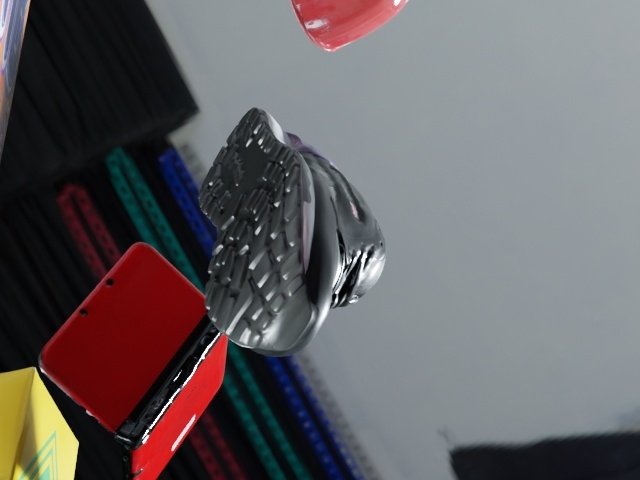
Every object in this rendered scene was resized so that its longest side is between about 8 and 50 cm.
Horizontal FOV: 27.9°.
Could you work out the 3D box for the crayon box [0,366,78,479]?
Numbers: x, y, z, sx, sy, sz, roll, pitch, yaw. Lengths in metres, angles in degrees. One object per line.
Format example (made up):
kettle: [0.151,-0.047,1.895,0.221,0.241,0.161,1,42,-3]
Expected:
crayon box: [-0.364,0.261,0.870,0.363,0.106,0.313,-11,-141,8]

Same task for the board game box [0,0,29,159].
board game box: [-0.290,-0.222,0.524,0.356,0.356,0.356,10,171,-11]

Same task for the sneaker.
sneaker: [0.000,0.000,0.854,0.107,0.124,0.283,-54,-161,17]

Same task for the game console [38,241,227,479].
game console: [-0.135,0.097,0.949,0.144,0.085,0.124,-55,162,-43]

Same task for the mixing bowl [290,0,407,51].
mixing bowl: [0.042,-0.297,1.374,0.098,0.181,0.181,-4,-163,26]
